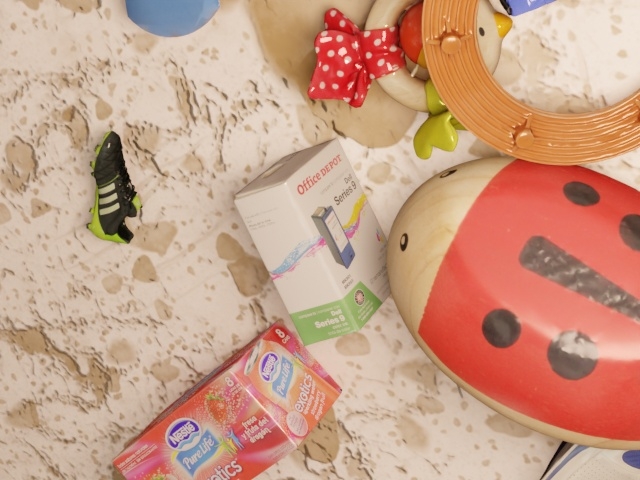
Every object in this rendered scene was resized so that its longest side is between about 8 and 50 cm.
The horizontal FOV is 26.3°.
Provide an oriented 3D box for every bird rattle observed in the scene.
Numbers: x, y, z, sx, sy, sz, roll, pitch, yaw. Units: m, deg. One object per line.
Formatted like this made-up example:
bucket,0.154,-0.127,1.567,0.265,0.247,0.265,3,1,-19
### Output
bird rattle,0.116,-0.218,1.601,0.253,0.143,0.207,39,115,21

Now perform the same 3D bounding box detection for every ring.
ring,0.275,-0.231,1.446,0.337,0.032,0.336,-1,118,-1

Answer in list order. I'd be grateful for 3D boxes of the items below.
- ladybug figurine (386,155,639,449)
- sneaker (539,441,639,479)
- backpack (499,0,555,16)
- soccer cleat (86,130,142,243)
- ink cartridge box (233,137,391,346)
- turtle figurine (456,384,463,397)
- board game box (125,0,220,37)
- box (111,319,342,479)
ladybug figurine,0.278,0.057,1.520,0.449,0.305,0.162,26,168,15
sneaker,0.405,0.267,1.661,0.182,0.127,0.315,42,125,6
backpack,0.223,-0.319,1.481,0.101,0.098,0.120,-22,107,5
soccer cleat,-0.281,-0.073,1.899,0.072,0.060,0.178,17,128,8
ink cartridge box,0.000,0.000,1.722,0.093,0.154,0.212,-19,104,34
turtle figurine,0.190,0.102,1.704,0.234,0.118,0.175,53,167,-3
board game box,-0.186,-0.341,1.720,0.133,0.033,0.168,-5,99,25
box,-0.133,0.263,1.930,0.142,0.154,0.300,49,127,-2
